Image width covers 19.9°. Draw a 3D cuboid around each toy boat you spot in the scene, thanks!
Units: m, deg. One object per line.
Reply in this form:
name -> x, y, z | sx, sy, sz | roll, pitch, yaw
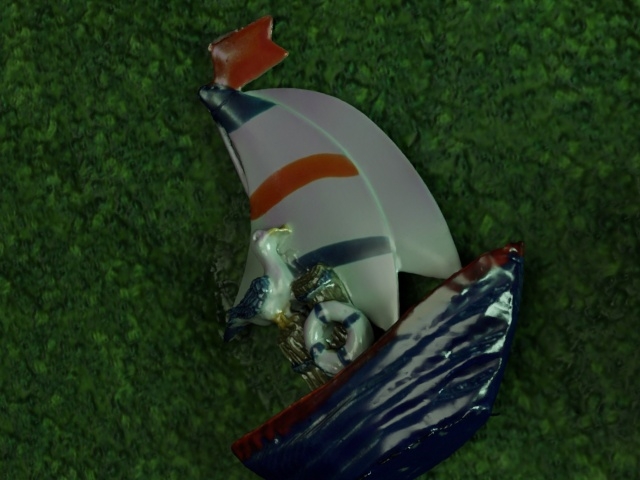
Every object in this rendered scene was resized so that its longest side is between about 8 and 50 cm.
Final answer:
toy boat -> 0.024, 0.004, 1.114 | 0.219, 0.072, 0.318 | -12, 74, 31
